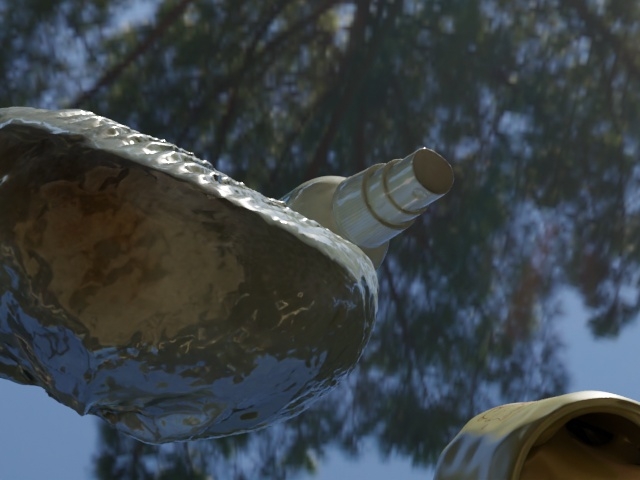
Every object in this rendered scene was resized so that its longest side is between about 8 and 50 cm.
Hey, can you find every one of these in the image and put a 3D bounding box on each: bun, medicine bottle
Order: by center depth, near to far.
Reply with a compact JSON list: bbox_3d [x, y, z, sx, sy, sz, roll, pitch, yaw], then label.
[{"bbox_3d":[-0.130,0.034,1.239,0.362,0.362,0.211,21,-92,13],"label":"bun"},{"bbox_3d":[0.000,0.000,1.557,0.110,0.352,0.110,16,-120,-31],"label":"medicine bottle"}]

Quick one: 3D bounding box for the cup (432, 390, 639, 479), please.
[{"bbox_3d":[0.163,0.240,1.345,0.255,0.202,0.173,-39,-88,-19],"label":"cup"}]
